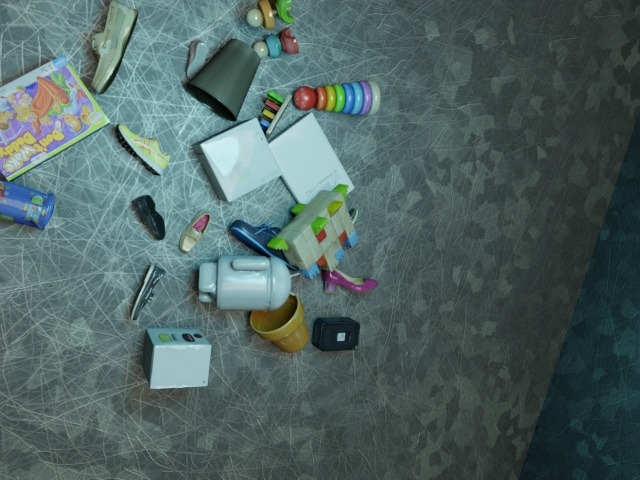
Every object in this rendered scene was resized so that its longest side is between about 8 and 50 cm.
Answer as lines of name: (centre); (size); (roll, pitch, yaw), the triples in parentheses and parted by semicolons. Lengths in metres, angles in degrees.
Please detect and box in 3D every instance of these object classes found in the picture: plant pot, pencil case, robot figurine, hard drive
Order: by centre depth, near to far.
pencil case: (-0.969, -0.122, 1.547); (0.306, 0.133, 0.119); (17, 61, -28)
robot figurine: (-0.259, 0.154, 1.861); (0.354, 0.300, 0.199); (3, 57, -13)
plant pot: (-0.137, 0.327, 1.984); (0.205, 0.205, 0.188); (-40, 128, -15)
hard drive: (-0.040, -0.281, 1.998); (0.233, 0.047, 0.353); (-40, 116, -15)

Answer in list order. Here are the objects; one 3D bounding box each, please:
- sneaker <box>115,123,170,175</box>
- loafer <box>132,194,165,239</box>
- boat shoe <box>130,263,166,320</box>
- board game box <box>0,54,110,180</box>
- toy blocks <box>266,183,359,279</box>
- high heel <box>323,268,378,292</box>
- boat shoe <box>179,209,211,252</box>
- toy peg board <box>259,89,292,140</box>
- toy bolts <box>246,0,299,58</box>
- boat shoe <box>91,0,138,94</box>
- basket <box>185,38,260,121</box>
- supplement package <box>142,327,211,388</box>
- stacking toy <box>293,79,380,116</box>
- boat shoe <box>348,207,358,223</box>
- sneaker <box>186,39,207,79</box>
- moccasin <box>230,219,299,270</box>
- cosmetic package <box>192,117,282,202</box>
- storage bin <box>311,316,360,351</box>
sneaker: (-0.591, -0.318, 1.730); (0.094, 0.081, 0.208); (-53, 122, -18)
loafer: (-0.588, -0.076, 1.780); (0.061, 0.062, 0.170); (-10, 114, 15)
boat shoe: (-0.601, 0.187, 1.796); (0.065, 0.075, 0.206); (24, 83, -23)
board game box: (-0.866, -0.371, 1.577); (0.347, 0.078, 0.233); (-38, 109, -17)
toy blocks: (0.000, 0.000, 1.956); (0.381, 0.191, 0.260); (-47, 131, -30)
high heel: (0.127, 0.150, 2.136); (0.244, 0.082, 0.117); (-1, 108, -13)
boat shoe: (-0.446, -0.033, 1.844); (0.063, 0.059, 0.170); (30, 84, -26)
toy peg board: (-0.184, -0.455, 1.863); (0.079, 0.161, 0.160); (30, 84, -8)
toy bolts: (-0.187, -0.763, 1.826); (0.159, 0.218, 0.228); (-20, 139, -8)
boat shoe: (-0.672, -0.609, 1.629); (0.098, 0.109, 0.302); (21, 83, -21)
basket: (-0.317, -0.563, 1.782); (0.204, 0.154, 0.226); (36, 78, -26)
supplement package: (-0.504, 0.405, 1.802); (0.194, 0.203, 0.149); (5, 96, -27)
stacking toy: (0.056, -0.541, 1.981); (0.331, 0.141, 0.141); (-7, 101, -18)
boat shoe: (0.098, -0.072, 2.101); (0.049, 0.056, 0.152); (36, 82, -31)
sneaker: (-0.429, -0.625, 1.777); (0.051, 0.070, 0.134); (7, 124, -35)
moccasin: (-0.192, -0.002, 1.948); (0.342, 0.138, 0.116); (36, 75, -40)
cosmetic package: (-0.295, -0.285, 1.838); (0.224, 0.138, 0.224); (-31, 111, -18)
storage bin: (0.064, 0.387, 2.138); (0.180, 0.084, 0.122); (3, 96, -25)
